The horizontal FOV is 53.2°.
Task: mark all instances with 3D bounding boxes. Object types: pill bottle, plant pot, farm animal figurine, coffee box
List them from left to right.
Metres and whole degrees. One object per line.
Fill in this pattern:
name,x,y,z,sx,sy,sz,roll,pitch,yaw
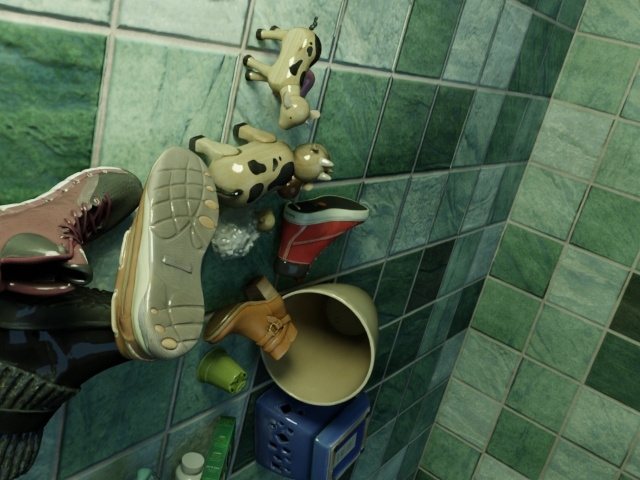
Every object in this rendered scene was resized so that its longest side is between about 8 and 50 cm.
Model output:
pill bottle,-0.278,0.510,1.353,0.065,0.065,0.116,-17,127,-52
coffee box,-0.218,0.477,1.359,0.184,0.040,0.113,-80,177,-59
plant pot,-0.193,0.269,1.288,0.083,0.079,0.083,-37,142,-37
farm animal figurine,-0.071,-0.156,1.059,0.327,0.172,0.330,-43,144,-32
plant pot,-0.012,0.466,1.593,0.236,0.212,0.236,-33,139,-43
plant pot,0.031,0.199,1.464,0.274,0.256,0.257,-33,141,-68

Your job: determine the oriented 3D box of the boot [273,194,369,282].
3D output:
boot,0.000,0.000,1.385,0.244,0.088,0.176,-11,122,-45

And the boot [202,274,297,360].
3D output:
boot,-0.129,0.180,1.262,0.197,0.072,0.152,-43,112,-37

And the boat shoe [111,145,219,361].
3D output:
boat shoe,-0.226,0.012,0.884,0.123,0.116,0.325,34,48,-39

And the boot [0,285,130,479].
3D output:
boot,-0.364,0.201,0.907,0.347,0.131,0.260,14,94,-49

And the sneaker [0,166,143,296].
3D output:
sneaker,-0.309,0.000,0.813,0.281,0.162,0.107,-31,137,-43

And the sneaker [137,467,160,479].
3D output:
sneaker,-0.404,0.502,1.129,0.282,0.122,0.110,-20,161,-25
